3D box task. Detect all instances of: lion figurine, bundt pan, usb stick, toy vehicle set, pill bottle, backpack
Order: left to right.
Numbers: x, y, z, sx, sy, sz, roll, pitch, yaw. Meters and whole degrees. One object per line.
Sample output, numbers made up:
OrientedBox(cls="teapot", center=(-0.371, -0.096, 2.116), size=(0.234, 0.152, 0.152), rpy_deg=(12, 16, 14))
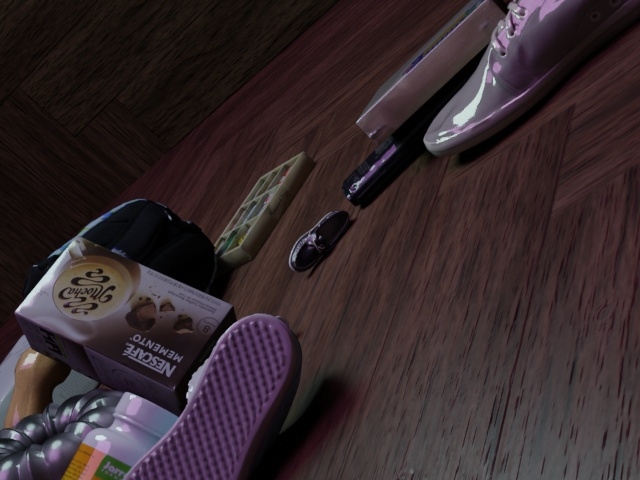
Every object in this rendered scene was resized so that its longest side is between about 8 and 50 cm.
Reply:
OrientedBox(cls="lion figurine", center=(-0.484, 0.300, 2.063), size=(0.240, 0.142, 0.392), rpy_deg=(102, 163, -70))
OrientedBox(cls="bundt pan", center=(-0.379, 0.319, 1.762), size=(0.330, 0.124, 0.331), rpy_deg=(-22, 11, 4))
OrientedBox(cls="pill bottle", center=(-0.266, 0.326, 1.564), size=(0.246, 0.136, 0.136), rpy_deg=(-63, 19, -15))
OrientedBox(cls="backpack", center=(-0.336, 0.074, 2.196), size=(0.273, 0.290, 0.356), rpy_deg=(-55, 3, 46))
OrientedBox(cls="toy vehicle set", center=(-0.122, -0.047, 2.358), size=(0.166, 0.035, 0.267), rpy_deg=(-27, 25, 51))
OrientedBox(cls="usb stick", center=(0.142, -0.164, 1.921), size=(0.278, 0.045, 0.077), rpy_deg=(-45, 22, 10))

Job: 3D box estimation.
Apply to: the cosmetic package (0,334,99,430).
OrientedBox(cls="cosmetic package", center=(-0.599, 0.349, 2.439), size=(0.217, 0.156, 0.385), rpy_deg=(-29, 23, 45))

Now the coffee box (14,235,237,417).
OrientedBox(cls="coffee box", center=(-0.289, 0.136, 1.864), size=(0.168, 0.297, 0.119), rpy_deg=(-55, -23, -29))

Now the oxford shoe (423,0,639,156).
OrientedBox(cls="oxford shoe", center=(0.296, -0.285, 1.654), size=(0.449, 0.130, 0.169), rpy_deg=(-42, 18, 25))

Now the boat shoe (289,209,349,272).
OrientedBox(cls="boat shoe", center=(0.000, 0.000, 1.902), size=(0.125, 0.046, 0.038), rpy_deg=(-45, 9, -22))

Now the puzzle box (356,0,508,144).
OrientedBox(cls="puzzle box", center=(0.188, -0.292, 1.968), size=(0.272, 0.052, 0.409), rpy_deg=(-42, 6, 16))

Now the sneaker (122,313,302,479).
OrientedBox(cls="sneaker", center=(-0.125, 0.266, 1.500), size=(0.366, 0.135, 0.150), rpy_deg=(-55, -19, -2))

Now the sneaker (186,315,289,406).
OrientedBox(cls="sneaker", center=(-0.109, 0.187, 1.670), size=(0.094, 0.090, 0.235), rpy_deg=(-24, 27, 28))
